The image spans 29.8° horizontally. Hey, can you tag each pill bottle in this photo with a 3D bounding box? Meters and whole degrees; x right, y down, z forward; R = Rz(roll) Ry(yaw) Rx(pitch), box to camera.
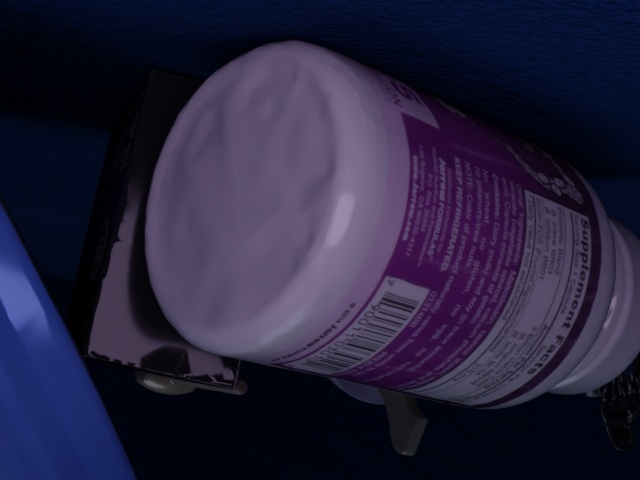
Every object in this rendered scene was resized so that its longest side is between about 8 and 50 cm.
[{"bbox_3d":[0.063,0.008,0.699,0.302,0.169,0.169,18,170,-42],"label":"pill bottle"}]

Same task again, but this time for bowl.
[{"bbox_3d":[-0.226,0.046,0.798,0.077,0.391,0.391,-28,-177,-16],"label":"bowl"}]

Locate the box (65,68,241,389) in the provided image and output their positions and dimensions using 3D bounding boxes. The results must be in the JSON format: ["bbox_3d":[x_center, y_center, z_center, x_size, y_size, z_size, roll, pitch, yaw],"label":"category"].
[{"bbox_3d":[-0.110,0.002,0.847,0.103,0.184,0.261,12,172,-14],"label":"box"}]

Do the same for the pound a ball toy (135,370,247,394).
[{"bbox_3d":[-0.050,0.095,1.386,0.319,0.208,0.136,3,169,42],"label":"pound a ball toy"}]

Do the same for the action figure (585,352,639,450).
[{"bbox_3d":[0.304,0.105,1.262,0.164,0.140,0.275,4,-159,-11],"label":"action figure"}]

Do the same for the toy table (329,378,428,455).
[{"bbox_3d":[0.148,0.210,1.995,0.274,0.252,0.161,3,-165,-37],"label":"toy table"}]
